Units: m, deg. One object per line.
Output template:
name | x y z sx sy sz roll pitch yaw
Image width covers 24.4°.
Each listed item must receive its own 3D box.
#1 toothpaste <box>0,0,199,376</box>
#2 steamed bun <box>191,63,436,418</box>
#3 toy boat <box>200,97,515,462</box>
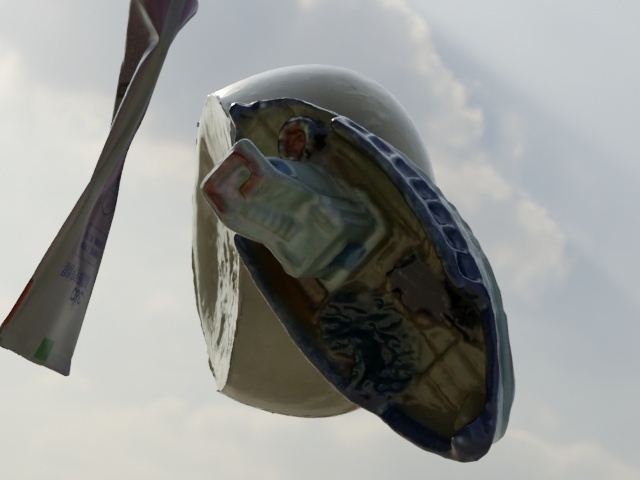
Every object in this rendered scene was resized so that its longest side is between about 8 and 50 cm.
toothpaste | -0.139 -0.061 0.981 0.048 0.301 0.075 18 -10 5
steamed bun | 0.000 0.000 1.356 0.206 0.324 0.324 -2 -17 -14
toy boat | 0.015 0.014 0.812 0.262 0.114 0.115 50 23 20
